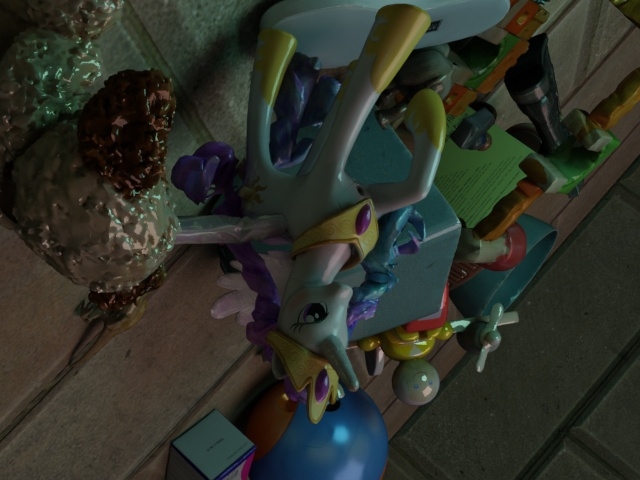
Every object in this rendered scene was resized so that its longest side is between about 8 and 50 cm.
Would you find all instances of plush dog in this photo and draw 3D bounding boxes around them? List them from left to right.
[{"bbox_3d":[-0.198,-0.059,0.655,0.211,0.225,0.262,-37,155,-32],"label":"plush dog"}]

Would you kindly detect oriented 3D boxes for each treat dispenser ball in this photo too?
[{"bbox_3d":[-0.009,0.405,1.722,0.288,0.288,0.288,-42,157,-22],"label":"treat dispenser ball"}]

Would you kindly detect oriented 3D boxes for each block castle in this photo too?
[{"bbox_3d":[0.301,-0.199,1.266,0.453,0.303,0.213,-48,158,24],"label":"block castle"}]

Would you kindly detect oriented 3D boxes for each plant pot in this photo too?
[{"bbox_3d":[0.000,0.000,1.155,0.252,0.247,0.247,-25,152,-14],"label":"plant pot"},{"bbox_3d":[0.379,0.034,2.012,0.290,0.195,0.290,-41,158,-21],"label":"plant pot"}]

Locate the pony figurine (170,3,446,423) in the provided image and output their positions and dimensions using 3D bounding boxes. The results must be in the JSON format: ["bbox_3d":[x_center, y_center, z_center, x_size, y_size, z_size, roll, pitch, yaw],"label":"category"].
[{"bbox_3d":[-0.042,-0.028,0.857,0.303,0.351,0.363,26,77,-40],"label":"pony figurine"}]

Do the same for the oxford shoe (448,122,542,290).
[{"bbox_3d":[0.313,-0.057,1.708,0.397,0.140,0.146,-52,179,21],"label":"oxford shoe"}]

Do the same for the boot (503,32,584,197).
[{"bbox_3d":[0.390,-0.217,1.512,0.091,0.229,0.263,-19,-150,25],"label":"boot"}]

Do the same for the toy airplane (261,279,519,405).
[{"bbox_3d":[0.139,0.184,1.623,0.386,0.272,0.384,-28,152,24],"label":"toy airplane"}]

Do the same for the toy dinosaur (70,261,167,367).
[{"bbox_3d":[-0.246,0.095,1.057,0.183,0.053,0.092,-50,160,-2],"label":"toy dinosaur"}]

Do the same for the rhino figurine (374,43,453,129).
[{"bbox_3d":[0.116,-0.223,1.119,0.106,0.073,0.243,-23,-157,15],"label":"rhino figurine"}]

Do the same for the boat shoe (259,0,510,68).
[{"bbox_3d":[0.067,-0.279,0.990,0.307,0.104,0.113,-16,159,-16],"label":"boat shoe"}]

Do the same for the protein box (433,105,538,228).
[{"bbox_3d":[0.251,-0.103,1.518,0.199,0.201,0.136,-51,159,2],"label":"protein box"}]

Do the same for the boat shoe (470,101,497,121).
[{"bbox_3d":[0.279,-0.176,1.646,0.060,0.064,0.178,-2,126,-61],"label":"boat shoe"}]

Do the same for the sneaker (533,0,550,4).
[{"bbox_3d":[0.330,-0.398,1.362,0.166,0.076,0.065,-29,150,-43],"label":"sneaker"}]

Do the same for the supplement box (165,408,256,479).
[{"bbox_3d":[-0.208,0.433,1.613,0.111,0.114,0.220,-34,152,-39],"label":"supplement box"}]
